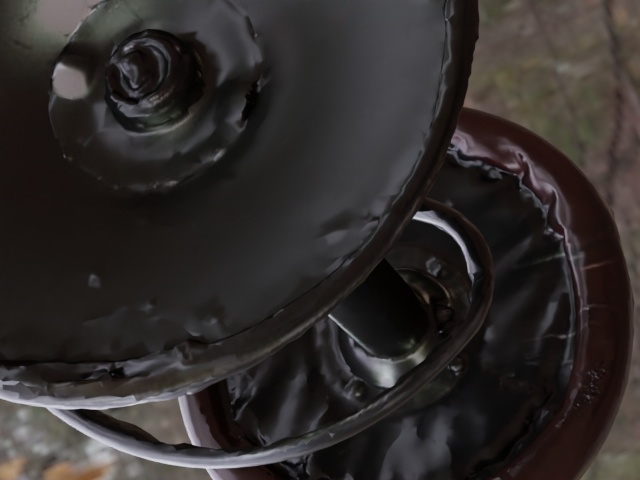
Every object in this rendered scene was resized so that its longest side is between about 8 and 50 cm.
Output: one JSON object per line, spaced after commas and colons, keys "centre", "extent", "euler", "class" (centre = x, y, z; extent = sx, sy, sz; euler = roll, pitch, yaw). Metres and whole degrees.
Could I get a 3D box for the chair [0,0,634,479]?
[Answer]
{"centre": [0.000, 0.000, 0.763], "extent": [0.401, 0.226, 0.226], "euler": [43, -153, -65], "class": "chair"}
